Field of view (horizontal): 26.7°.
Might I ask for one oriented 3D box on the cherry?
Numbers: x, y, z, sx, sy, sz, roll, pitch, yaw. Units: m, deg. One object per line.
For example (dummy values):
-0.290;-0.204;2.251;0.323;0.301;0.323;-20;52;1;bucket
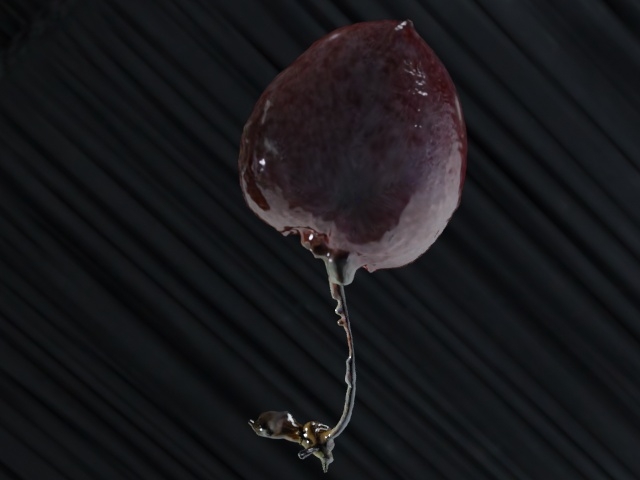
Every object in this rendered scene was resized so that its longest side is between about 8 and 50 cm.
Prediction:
0.000;0.000;0.642;0.090;0.107;0.225;-110;40;-71;cherry
